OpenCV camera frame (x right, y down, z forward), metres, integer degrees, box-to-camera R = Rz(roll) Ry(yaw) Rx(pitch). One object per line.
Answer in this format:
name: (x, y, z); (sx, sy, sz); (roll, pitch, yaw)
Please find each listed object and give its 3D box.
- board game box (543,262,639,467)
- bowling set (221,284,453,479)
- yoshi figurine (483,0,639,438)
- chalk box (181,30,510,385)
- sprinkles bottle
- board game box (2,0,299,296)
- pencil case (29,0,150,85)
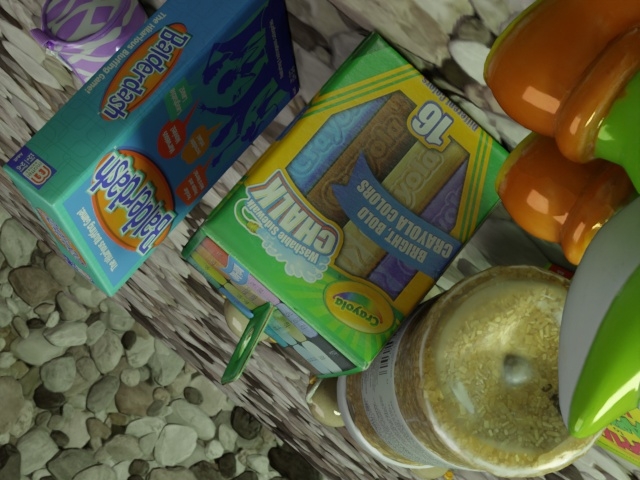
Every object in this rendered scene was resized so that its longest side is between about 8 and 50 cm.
board game box: (0.211, 0.099, 0.899); (0.092, 0.043, 0.181); (26, 159, 45)
bowling set: (0.014, 0.086, 1.145); (0.287, 0.154, 0.200); (47, 164, -20)
yoshi figurine: (0.237, 0.026, 0.480); (0.362, 0.203, 0.203); (50, 130, 27)
chalk box: (0.000, 0.000, 0.813); (0.132, 0.213, 0.132); (43, 165, -4)
sprinkles bottle: (0.090, 0.098, 0.875); (0.121, 0.121, 0.355); (41, 169, 1)
board game box: (-0.103, -0.077, 0.861); (0.047, 0.210, 0.160); (37, 165, 17)
pencil case: (-0.161, -0.133, 1.090); (0.086, 0.088, 0.206); (32, 164, 39)
